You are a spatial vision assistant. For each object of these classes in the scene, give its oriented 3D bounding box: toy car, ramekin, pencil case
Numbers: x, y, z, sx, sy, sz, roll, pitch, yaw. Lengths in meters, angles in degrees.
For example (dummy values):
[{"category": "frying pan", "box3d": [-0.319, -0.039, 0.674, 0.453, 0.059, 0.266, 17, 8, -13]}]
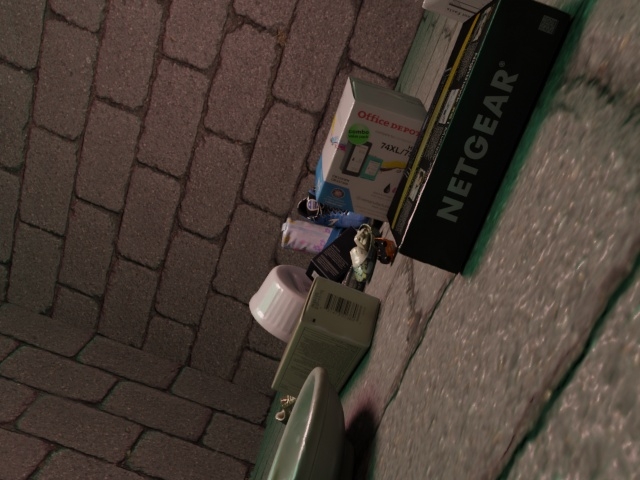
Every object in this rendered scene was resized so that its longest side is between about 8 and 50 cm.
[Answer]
[{"category": "toy car", "box3d": [0.153, 0.007, 1.156, 0.040, 0.060, 0.122, -21, -6, -29]}, {"category": "ramekin", "box3d": [-0.059, 0.190, 1.726, 0.135, 0.277, 0.277, -61, 4, 17]}, {"category": "pencil case", "box3d": [0.000, 0.000, 2.015, 0.124, 0.273, 0.113, 70, -147, -81]}]

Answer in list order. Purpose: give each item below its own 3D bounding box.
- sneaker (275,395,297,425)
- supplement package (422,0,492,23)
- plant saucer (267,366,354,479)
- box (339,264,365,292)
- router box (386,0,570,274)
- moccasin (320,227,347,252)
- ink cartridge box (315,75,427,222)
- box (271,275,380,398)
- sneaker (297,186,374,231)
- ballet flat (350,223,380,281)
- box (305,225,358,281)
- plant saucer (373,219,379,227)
[{"category": "sneaker", "box3d": [-0.081, 0.498, 1.772, 0.064, 0.086, 0.192, -73, 3, -63]}, {"category": "supplement package", "box3d": [0.280, -0.496, 0.945, 0.244, 0.134, 0.139, 112, 178, -51]}, {"category": "plant saucer", "box3d": [-0.029, 0.403, 0.897, 0.400, 0.101, 0.400, -160, 90, -89]}, {"category": "box", "box3d": [0.056, 0.194, 1.525, 0.175, 0.051, 0.220, 114, 176, -69]}, {"category": "router box", "box3d": [0.182, -0.137, 0.750, 0.243, 0.081, 0.308, -75, 5, -76]}, {"category": "moccasin", "box3d": [0.062, 0.072, 1.870, 0.137, 0.117, 0.342, -91, 22, -49]}, {"category": "ink cartridge box", "box3d": [0.121, -0.225, 1.421, 0.197, 0.198, 0.270, -90, 18, -59]}, {"category": "box", "box3d": [0.004, 0.226, 1.227, 0.311, 0.148, 0.121, 114, 177, -50]}, {"category": "sneaker", "box3d": [0.039, -0.089, 1.666, 0.330, 0.147, 0.129, -5, 82, 58]}, {"category": "ballet flat", "box3d": [0.106, 0.026, 1.473, 0.188, 0.070, 0.070, -73, 4, -50]}, {"category": "box", "box3d": [0.049, 0.059, 1.647, 0.158, 0.093, 0.156, -40, -8, -18]}, {"category": "plant saucer", "box3d": [0.147, -0.144, 1.679, 0.188, 0.045, 0.188, 59, 137, 48]}]
